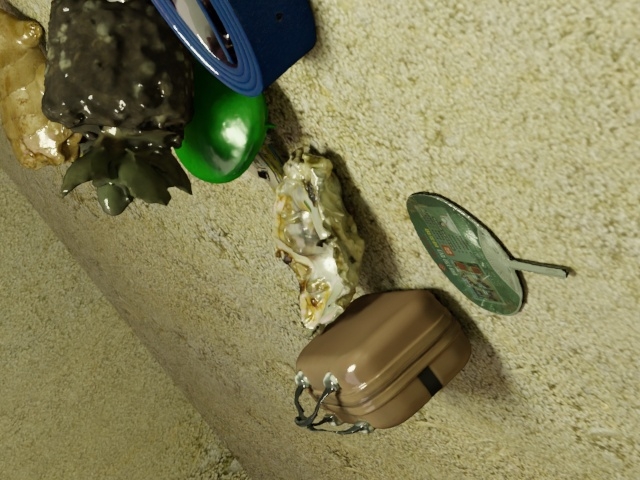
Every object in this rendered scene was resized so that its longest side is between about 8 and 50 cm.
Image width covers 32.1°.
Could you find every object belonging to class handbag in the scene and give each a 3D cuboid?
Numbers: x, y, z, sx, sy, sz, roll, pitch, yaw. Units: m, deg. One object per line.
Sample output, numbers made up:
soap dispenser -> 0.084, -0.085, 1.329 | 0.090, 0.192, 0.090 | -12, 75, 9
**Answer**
handbag -> 0.072, 0.208, 1.787 | 0.149, 0.283, 0.302 | 54, 160, -10

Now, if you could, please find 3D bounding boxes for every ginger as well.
ginger -> -0.613, -0.334, 2.335 | 0.236, 0.166, 0.375 | -5, 114, 47

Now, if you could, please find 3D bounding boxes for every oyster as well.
oyster -> 0.004, 0.001, 1.783 | 0.201, 0.107, 0.354 | 55, 155, 31

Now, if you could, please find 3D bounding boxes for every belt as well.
belt -> -0.143, -0.355, 1.430 | 0.212, 0.117, 0.347 | 18, 146, 55

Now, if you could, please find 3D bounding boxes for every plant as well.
plant -> -0.287, -0.195, 1.610 | 0.213, 0.215, 0.312 | -106, 15, -78

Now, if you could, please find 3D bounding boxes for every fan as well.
fan -> 0.233, 0.043, 1.545 | 0.294, 0.012, 0.223 | 34, 156, 37

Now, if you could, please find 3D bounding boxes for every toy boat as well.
toy boat -> -0.082, -0.118, 1.820 | 0.210, 0.066, 0.084 | 53, 161, -17

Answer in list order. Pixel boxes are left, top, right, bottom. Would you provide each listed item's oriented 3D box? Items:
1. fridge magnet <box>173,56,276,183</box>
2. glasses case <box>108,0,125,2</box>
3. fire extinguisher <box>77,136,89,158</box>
fridge magnet -> -0.157, -0.190, 1.713 | 0.208, 0.088, 0.208 | 4, 97, 41
glasses case -> -0.293, -0.359, 1.827 | 0.193, 0.049, 0.074 | 52, 159, -14
fire extinguisher -> -0.518, -0.211, 2.454 | 0.341, 0.141, 0.105 | 34, -166, 27
